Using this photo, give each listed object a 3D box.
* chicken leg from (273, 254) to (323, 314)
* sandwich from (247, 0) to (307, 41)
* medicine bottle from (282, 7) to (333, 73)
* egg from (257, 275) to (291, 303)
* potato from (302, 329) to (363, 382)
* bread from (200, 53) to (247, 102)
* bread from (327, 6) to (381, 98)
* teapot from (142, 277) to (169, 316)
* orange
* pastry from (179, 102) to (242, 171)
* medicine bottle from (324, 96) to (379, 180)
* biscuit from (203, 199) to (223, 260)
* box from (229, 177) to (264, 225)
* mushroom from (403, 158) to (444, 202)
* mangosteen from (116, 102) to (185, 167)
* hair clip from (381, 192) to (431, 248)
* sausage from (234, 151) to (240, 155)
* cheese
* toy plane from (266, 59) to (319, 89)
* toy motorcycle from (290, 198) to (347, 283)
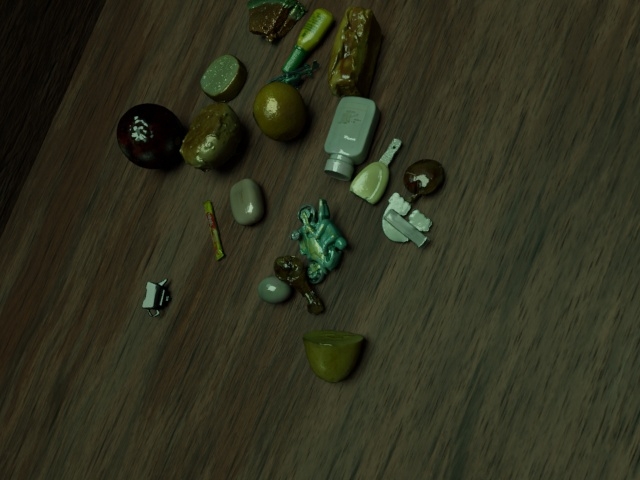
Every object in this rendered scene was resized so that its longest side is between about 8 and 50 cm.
[{"bbox_3d":[-0.074,0.156,1.692,0.251,0.087,0.107,54,137,5],"label":"chicken leg"},{"bbox_3d":[-0.229,-1.013,2.129,0.292,0.109,0.212,32,93,33],"label":"sandwich"},{"bbox_3d":[-0.062,-0.838,2.000,0.111,0.076,0.309,40,97,39],"label":"medicine bottle"},{"bbox_3d":[-0.172,0.184,1.756,0.135,0.103,0.103,-1,76,26],"label":"egg"},{"bbox_3d":[0.036,0.388,1.554,0.203,0.178,0.158,4,93,7],"label":"potato"},{"bbox_3d":[-0.455,-0.761,2.214,0.236,0.070,0.236,-9,70,28],"label":"bread"},{"bbox_3d":[0.121,-0.702,1.789,0.149,0.195,0.344,9,78,27],"label":"bread"},{"bbox_3d":[-0.712,0.250,2.074,0.096,0.087,0.177,8,79,9],"label":"teapot"},{"bbox_3d":[-0.162,-0.516,1.884,0.236,0.236,0.236,-9,72,28],"label":"orange"},{"bbox_3d":[-0.457,-0.434,2.039,0.284,0.184,0.316,-5,60,40],"label":"pastry"},{"bbox_3d":[0.108,-0.377,1.751,0.161,0.111,0.296,14,82,27],"label":"medicine bottle"},{"bbox_3d":[-0.463,-0.048,2.042,0.048,0.026,0.292,-41,58,37],"label":"biscuit"},{"bbox_3d":[-0.304,-0.159,1.941,0.146,0.088,0.200,-24,66,22],"label":"box"},{"bbox_3d":[0.337,-0.201,1.583,0.135,0.080,0.170,27,87,43],"label":"mushroom"},{"bbox_3d":[-0.789,-0.492,2.241,0.306,0.359,0.306,1,99,4],"label":"mangosteen"},{"bbox_3d":[0.282,-0.054,1.592,0.220,0.054,0.140,45,105,34],"label":"hair clip"},{"bbox_3d":[-0.399,-0.380,2.104,0.100,0.015,0.015,-11,71,27],"label":"sausage"},{"bbox_3d":[0.212,-0.254,1.688,0.127,0.054,0.251,34,94,30],"label":"cheese"},{"bbox_3d":[-0.110,-0.687,1.978,0.235,0.096,0.060,-23,67,4],"label":"toy plane"},{"bbox_3d":[0.000,-0.002,1.702,0.198,0.109,0.296,-19,78,31],"label":"toy motorcycle"}]
